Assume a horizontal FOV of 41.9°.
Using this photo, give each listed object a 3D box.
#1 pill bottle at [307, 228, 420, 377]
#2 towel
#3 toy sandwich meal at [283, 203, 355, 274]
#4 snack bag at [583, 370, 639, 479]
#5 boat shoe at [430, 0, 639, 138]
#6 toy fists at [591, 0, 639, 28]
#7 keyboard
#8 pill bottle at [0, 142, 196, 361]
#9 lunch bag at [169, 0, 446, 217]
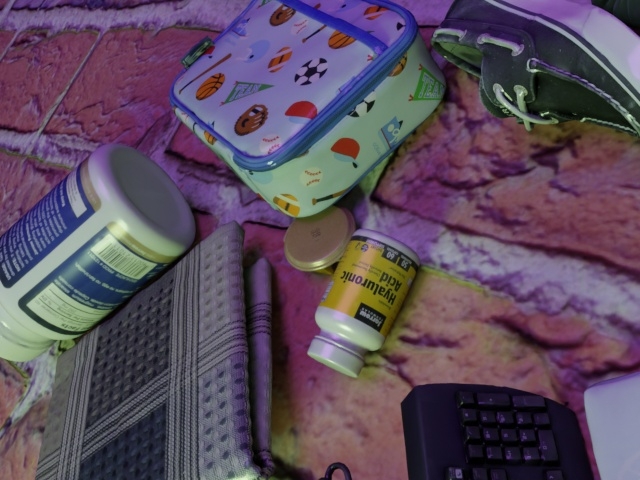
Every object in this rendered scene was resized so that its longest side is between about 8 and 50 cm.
[{"bbox_3d":[0.035,0.054,0.713,0.065,0.065,0.116,12,72,47],"label":"pill bottle"},{"bbox_3d":[-0.168,0.166,0.825,0.312,0.056,0.324,-37,36,22],"label":"towel"},{"bbox_3d":[0.000,0.000,0.816,0.085,0.029,0.086,-16,51,21],"label":"toy sandwich meal"},{"bbox_3d":[0.301,0.172,0.396,0.323,0.037,0.343,-27,47,27],"label":"snack bag"},{"bbox_3d":[0.180,-0.138,0.682,0.102,0.108,0.301,-46,38,8],"label":"boat shoe"},{"bbox_3d":[0.325,-0.284,0.656,0.279,0.096,0.142,-53,39,2],"label":"toy fists"},{"bbox_3d":[0.084,0.225,0.477,0.201,0.033,0.317,0,51,-5],"label":"keyboard"},{"bbox_3d":[-0.287,0.021,0.976,0.264,0.153,0.153,-37,42,18],"label":"pill bottle"},{"bbox_3d":[-0.022,-0.173,0.887,0.243,0.115,0.303,-44,40,-1],"label":"lunch bag"}]
